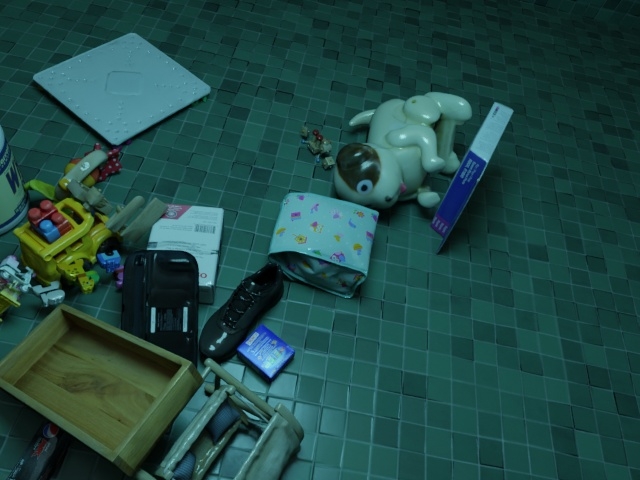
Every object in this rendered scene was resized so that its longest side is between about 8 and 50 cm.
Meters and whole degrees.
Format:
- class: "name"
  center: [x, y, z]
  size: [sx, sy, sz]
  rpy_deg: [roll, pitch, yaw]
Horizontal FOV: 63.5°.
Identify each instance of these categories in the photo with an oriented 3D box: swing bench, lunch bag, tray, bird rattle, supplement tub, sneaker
- class: "swing bench"
  center: [-0.193, 0.422, 1.016]
  size: [0.254, 0.165, 0.253]
  rpy_deg: [29, 54, 9]
- class: "lunch bag"
  center: [0.000, 0.000, 1.367]
  size: [0.262, 0.160, 0.224]
  rpy_deg: [18, 54, -6]
- class: "tray"
  center: [-0.448, 0.272, 1.016]
  size: [0.410, 0.076, 0.203]
  rpy_deg: [13, 50, 31]
- class: "bird rattle"
  center: [-0.610, -0.162, 1.340]
  size: [0.253, 0.206, 0.143]
  rpy_deg: [-45, 105, -30]
- class: "supplement tub"
  center: [-0.849, -0.176, 1.212]
  size: [0.235, 0.325, 0.236]
  rpy_deg: [6, 54, -8]
- class: "sneaker"
  center: [-0.188, 0.156, 1.232]
  size: [0.109, 0.130, 0.286]
  rpy_deg: [31, 56, 9]

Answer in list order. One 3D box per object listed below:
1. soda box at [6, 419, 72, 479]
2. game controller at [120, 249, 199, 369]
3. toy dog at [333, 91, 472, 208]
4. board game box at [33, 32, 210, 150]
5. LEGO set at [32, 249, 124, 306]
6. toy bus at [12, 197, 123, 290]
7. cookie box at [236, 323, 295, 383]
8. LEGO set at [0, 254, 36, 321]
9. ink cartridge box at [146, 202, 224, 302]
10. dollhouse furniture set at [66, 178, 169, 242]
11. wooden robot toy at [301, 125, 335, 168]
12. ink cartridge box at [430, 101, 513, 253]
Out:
- class: "soda box"
  center: [-0.539, 0.411, 1.017]
  size: [0.053, 0.060, 0.169]
  rpy_deg: [18, 53, 5]
- class: "game controller"
  center: [-0.359, 0.178, 1.159]
  size: [0.166, 0.067, 0.320]
  rpy_deg: [3, 80, -21]
- class: "toy dog"
  center: [0.204, -0.256, 1.521]
  size: [0.395, 0.285, 0.408]
  rpy_deg: [33, 56, 16]
- class: "board game box"
  center: [-0.624, -0.486, 1.655]
  size: [0.390, 0.050, 0.390]
  rpy_deg: [38, 56, 15]
- class: "LEGO set"
  center: [-0.528, 0.094, 1.193]
  size: [0.227, 0.087, 0.093]
  rpy_deg: [-16, 51, -38]
- class: "toy bus"
  center: [-0.601, -0.025, 1.227]
  size: [0.149, 0.212, 0.220]
  rpy_deg: [34, 54, 15]
- class: "cookie box"
  center: [-0.129, 0.265, 1.219]
  size: [0.107, 0.040, 0.092]
  rpy_deg: [37, 56, 15]
- class: "LEGO set"
  center: [-0.758, 0.108, 1.168]
  size: [0.286, 0.132, 0.107]
  rpy_deg: [-13, 35, 14]
- class: "ink cartridge box"
  center: [-0.341, 0.031, 1.307]
  size: [0.171, 0.100, 0.237]
  rpy_deg: [5, 54, -7]
- class: "dollhouse furniture set"
  center: [-0.487, -0.105, 1.250]
  size: [0.123, 0.144, 0.151]
  rpy_deg: [-47, 65, -2]
- class: "wooden robot toy"
  center: [0.009, -0.308, 1.648]
  size: [0.079, 0.076, 0.173]
  rpy_deg: [-17, 59, -35]
- class: "ink cartridge box"
  center: [0.413, -0.175, 1.473]
  size: [0.071, 0.324, 0.330]
  rpy_deg: [29, 54, 11]
